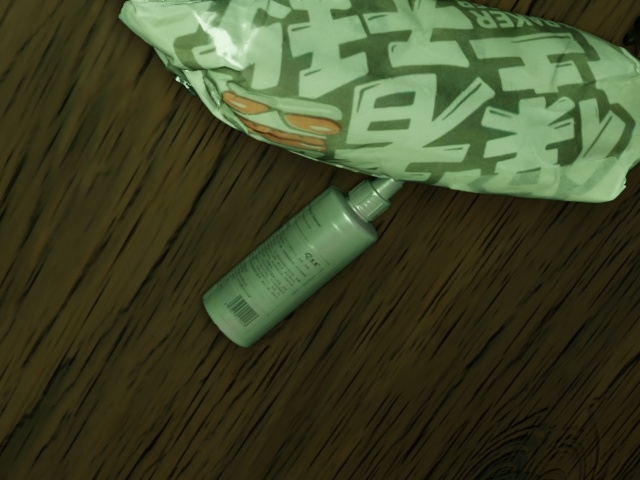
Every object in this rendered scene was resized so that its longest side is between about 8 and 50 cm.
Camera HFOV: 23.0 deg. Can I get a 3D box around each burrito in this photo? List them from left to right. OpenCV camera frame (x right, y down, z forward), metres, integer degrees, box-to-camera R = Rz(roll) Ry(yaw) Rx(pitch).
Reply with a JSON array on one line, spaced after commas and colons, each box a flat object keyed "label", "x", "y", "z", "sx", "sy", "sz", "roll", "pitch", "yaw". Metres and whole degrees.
[{"label": "burrito", "x": 0.046, "y": -0.112, "z": 1.075, "sx": 0.446, "sy": 0.139, "sz": 0.101, "roll": 9, "pitch": 162, "yaw": -27}]

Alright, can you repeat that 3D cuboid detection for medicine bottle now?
[{"label": "medicine bottle", "x": 0.000, "y": 0.000, "z": 1.192, "sx": 0.199, "sy": 0.057, "sz": 0.058, "roll": -41, "pitch": 131, "yaw": 12}]

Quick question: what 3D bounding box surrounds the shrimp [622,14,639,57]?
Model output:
[{"label": "shrimp", "x": 0.328, "y": -0.212, "z": 1.115, "sx": 0.262, "sy": 0.117, "sz": 0.066, "roll": -49, "pitch": 152, "yaw": 19}]
